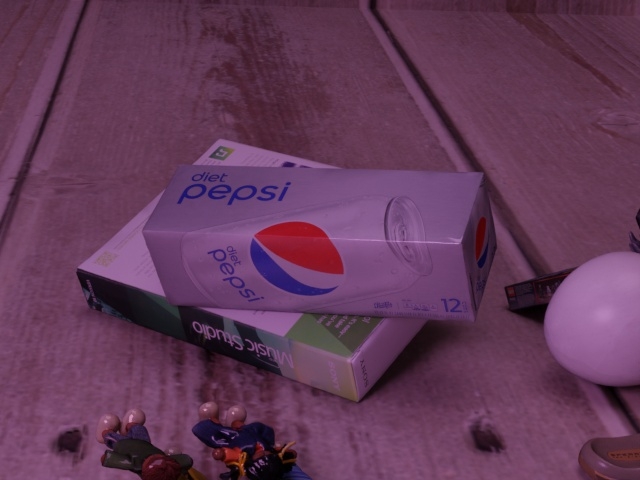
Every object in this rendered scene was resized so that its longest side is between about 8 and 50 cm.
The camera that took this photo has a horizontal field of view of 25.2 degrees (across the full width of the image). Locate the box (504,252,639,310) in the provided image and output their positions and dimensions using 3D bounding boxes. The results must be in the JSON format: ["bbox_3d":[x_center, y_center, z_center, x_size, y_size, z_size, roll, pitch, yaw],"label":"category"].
[{"bbox_3d":[0.259,0.038,1.392,0.094,0.027,0.137,-12,-3,-37],"label":"box"}]

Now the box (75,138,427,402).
[{"bbox_3d":[-0.035,0.016,1.345,0.322,0.058,0.232,15,46,34],"label":"box"}]

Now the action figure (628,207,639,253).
[{"bbox_3d":[0.395,-0.052,1.427,0.185,0.285,0.099,-38,52,-14],"label":"action figure"}]

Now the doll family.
[{"bbox_3d":[-0.065,0.166,1.011,0.193,0.076,0.111,-5,16,-28],"label":"doll family"}]

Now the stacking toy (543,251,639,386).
[{"bbox_3d":[0.428,0.026,1.263,0.480,0.350,0.350,-19,22,-2],"label":"stacking toy"}]

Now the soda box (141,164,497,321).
[{"bbox_3d":[0.000,0.000,1.231,0.286,0.091,0.098,3,42,20],"label":"soda box"}]

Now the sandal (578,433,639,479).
[{"bbox_3d":[0.288,0.156,1.118,0.180,0.049,0.072,-2,20,-13],"label":"sandal"}]
